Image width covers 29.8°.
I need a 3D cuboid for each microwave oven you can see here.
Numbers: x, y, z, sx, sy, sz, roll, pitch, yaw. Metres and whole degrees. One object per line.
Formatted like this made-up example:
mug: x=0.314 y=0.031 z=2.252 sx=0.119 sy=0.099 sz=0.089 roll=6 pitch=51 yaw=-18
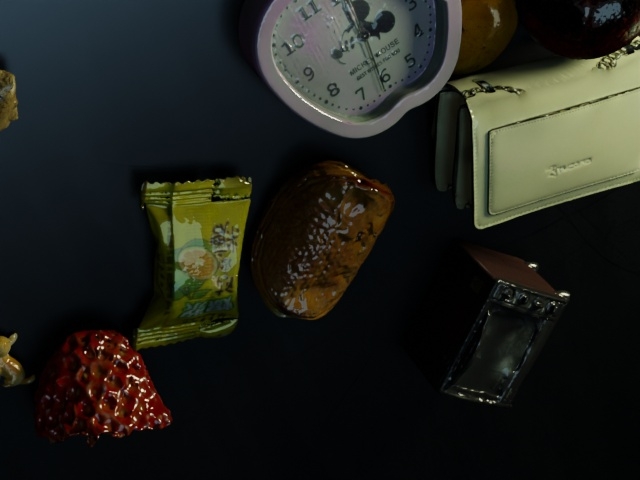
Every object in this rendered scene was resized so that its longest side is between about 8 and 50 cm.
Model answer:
microwave oven: x=0.291 y=0.153 z=2.119 sx=0.178 sy=0.188 sz=0.247 roll=15 pitch=108 yaw=-30

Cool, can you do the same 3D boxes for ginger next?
ginger: x=-0.485 y=-0.179 z=1.670 sx=0.165 sy=0.067 sz=0.096 roll=-34 pitch=126 yaw=11

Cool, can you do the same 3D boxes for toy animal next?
toy animal: x=-0.484 y=0.183 z=1.865 sx=0.081 sy=0.060 sz=0.083 roll=15 pitch=116 yaw=12

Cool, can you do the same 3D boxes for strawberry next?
strawberry: x=-0.349 y=0.230 z=1.901 sx=0.234 sy=0.234 sz=0.178 roll=-2 pitch=85 yaw=-24

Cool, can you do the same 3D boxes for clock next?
clock: x=0.047 y=-0.327 z=1.809 sx=0.339 sy=0.102 sz=0.338 roll=-10 pitch=118 yaw=-19

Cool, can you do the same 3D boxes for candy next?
candy: x=-0.205 y=0.039 z=1.898 sx=0.187 sy=0.081 sz=0.297 roll=-5 pitch=120 yaw=-21

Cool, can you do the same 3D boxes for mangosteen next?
mangosteen: x=0.412 y=-0.385 z=1.896 sx=0.216 sy=0.216 sz=0.216 roll=-11 pitch=120 yaw=-19

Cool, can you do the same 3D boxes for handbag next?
handbag: x=0.373 y=-0.191 z=1.989 sx=0.359 sy=0.160 sz=0.236 roll=-16 pitch=131 yaw=-17

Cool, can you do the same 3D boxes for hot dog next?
hot dog: x=0.000 y=0.000 z=1.950 sx=0.196 sy=0.122 sz=0.272 roll=18 pitch=111 yaw=-29

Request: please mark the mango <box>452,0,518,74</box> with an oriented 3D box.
mango: x=0.248 y=-0.333 z=1.899 sx=0.115 sy=0.089 sz=0.165 roll=17 pitch=115 yaw=1
